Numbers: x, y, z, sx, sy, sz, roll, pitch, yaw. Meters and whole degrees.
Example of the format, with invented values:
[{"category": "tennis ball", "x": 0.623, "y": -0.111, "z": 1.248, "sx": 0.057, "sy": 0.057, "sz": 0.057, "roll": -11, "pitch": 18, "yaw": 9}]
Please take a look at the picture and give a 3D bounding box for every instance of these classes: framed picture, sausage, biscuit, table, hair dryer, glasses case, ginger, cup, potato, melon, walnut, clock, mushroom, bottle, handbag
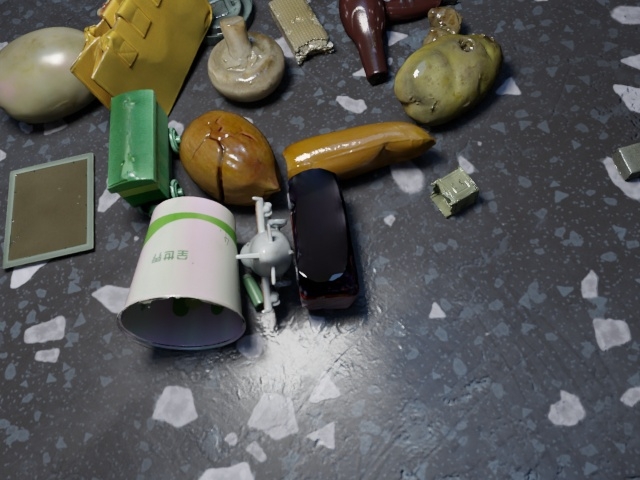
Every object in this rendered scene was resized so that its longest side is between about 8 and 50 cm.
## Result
[{"category": "framed picture", "x": -0.683, "y": -0.079, "z": 1.463, "sx": 0.232, "sy": 0.019, "sz": 0.296, "roll": -12, "pitch": 62, "yaw": 2}, {"category": "sausage", "x": 0.090, "y": -0.209, "z": 1.352, "sx": 0.354, "sy": 0.134, "sz": 0.116, "roll": -13, "pitch": 67, "yaw": 2}, {"category": "biscuit", "x": -0.057, "y": -0.597, "z": 1.605, "sx": 0.108, "sy": 0.062, "sz": 0.239, "roll": -24, "pitch": 64, "yaw": -4}, {"category": "table", "x": 0.303, "y": -0.109, "z": 1.312, "sx": 0.083, "sy": 0.062, "sz": 0.079, "roll": -29, "pitch": 63, "yaw": -6}, {"category": "hair dryer", "x": 0.232, "y": -0.587, "z": 1.556, "sx": 0.340, "sy": 0.123, "sz": 0.312, "roll": -12, "pitch": 73, "yaw": -10}, {"category": "glasses case", "x": 0.773, "y": -0.196, "z": 1.297, "sx": 0.205, "sy": 0.047, "sz": 0.071, "roll": -15, "pitch": 67, "yaw": 0}, {"category": "ginger", "x": 0.306, "y": -0.514, "z": 1.498, "sx": 0.104, "sy": 0.080, "sz": 0.204, "roll": 23, "pitch": 74, "yaw": -22}, {"category": "cup", "x": -0.281, "y": 0.066, "z": 1.219, "sx": 0.253, "sy": 0.253, "sz": 0.274, "roll": -6, "pitch": 57, "yaw": 5}, {"category": "potato", "x": 0.312, "y": -0.394, "z": 1.393, "sx": 0.296, "sy": 0.191, "sz": 0.141, "roll": -28, "pitch": 22, "yaw": -10}, {"category": "melon", "x": -0.724, "y": -0.438, "z": 1.533, "sx": 0.317, "sy": 0.223, "sz": 0.223, "roll": -28, "pitch": 63, "yaw": -1}, {"category": "walnut", "x": -0.205, "y": -0.191, "z": 1.352, "sx": 0.298, "sy": 0.203, "sz": 0.203, "roll": 31, "pitch": 72, "yaw": 29}, {"category": "clock", "x": -0.299, "y": -0.659, "z": 1.681, "sx": 0.215, "sy": 0.042, "sz": 0.215, "roll": -3, "pitch": 63, "yaw": 7}, {"category": "mushroom", "x": -0.197, "y": -0.474, "z": 1.480, "sx": 0.207, "sy": 0.215, "sz": 0.207, "roll": -5, "pitch": 55, "yaw": 7}, {"category": "bottle", "x": -0.149, "y": 0.113, "z": 1.285, "sx": 0.030, "sy": 0.030, "sz": 0.083, "roll": -28, "pitch": 63, "yaw": -6}, {"category": "handbag", "x": -0.453, "y": -0.520, "z": 1.479, "sx": 0.133, "sy": 0.283, "sz": 0.401, "roll": 18, "pitch": 77, "yaw": 20}]

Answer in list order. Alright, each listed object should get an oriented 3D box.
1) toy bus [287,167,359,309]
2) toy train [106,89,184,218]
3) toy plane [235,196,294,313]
[{"category": "toy bus", "x": 0.000, "y": 0.000, "z": 1.252, "sx": 0.127, "sy": 0.147, "sz": 0.303, "roll": -7, "pitch": 61, "yaw": -4}, {"category": "toy train", "x": -0.413, "y": -0.202, "z": 1.384, "sx": 0.120, "sy": 0.202, "sz": 0.301, "roll": -12, "pitch": 63, "yaw": 7}, {"category": "toy plane", "x": -0.118, "y": 0.030, "z": 1.210, "sx": 0.117, "sy": 0.245, "sz": 0.245, "roll": -6, "pitch": 63, "yaw": -8}]
